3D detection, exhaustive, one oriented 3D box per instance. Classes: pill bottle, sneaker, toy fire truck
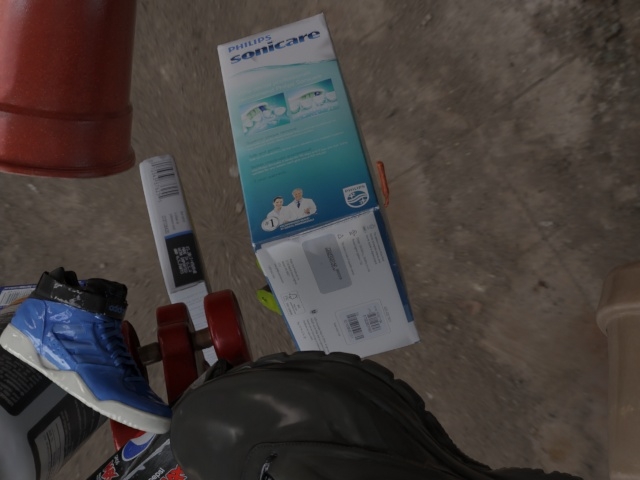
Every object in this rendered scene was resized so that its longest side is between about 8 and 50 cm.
[{"bbox_3d":[-0.315,0.174,1.109,0.162,0.278,0.162,8,115,18],"label":"pill bottle"},{"bbox_3d":[0.023,0.137,0.545,0.286,0.130,0.109,17,115,35],"label":"sneaker"},{"bbox_3d":[-0.142,0.224,1.381,0.169,0.302,0.254,-17,132,-3],"label":"toy fire truck"},{"bbox_3d":[-0.158,0.074,0.850,0.152,0.058,0.084,28,86,23],"label":"sneaker"}]

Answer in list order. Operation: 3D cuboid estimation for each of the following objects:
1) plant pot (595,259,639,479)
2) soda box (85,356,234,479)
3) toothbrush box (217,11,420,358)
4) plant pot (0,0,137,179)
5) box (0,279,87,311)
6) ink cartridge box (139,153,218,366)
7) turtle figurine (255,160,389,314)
[{"bbox_3d":[0.415,0.173,1.256,0.263,0.263,0.229,19,74,-5],"label":"plant pot"},{"bbox_3d":[-0.112,0.168,0.877,0.169,0.053,0.060,-42,110,17],"label":"soda box"},{"bbox_3d":[-0.004,-0.051,1.185,0.126,0.216,0.295,-17,47,3],"label":"toothbrush box"},{"bbox_3d":[-0.325,-0.239,1.332,0.272,0.272,0.265,12,108,-5],"label":"plant pot"},{"bbox_3d":[-0.373,0.146,1.436,0.136,0.225,0.036,-5,133,19],"label":"box"},{"bbox_3d":[-0.201,0.075,1.805,0.072,0.304,0.307,-18,134,-5],"label":"ink cartridge box"},{"bbox_3d":[0.000,0.000,1.695,0.087,0.269,0.217,42,54,19],"label":"turtle figurine"}]
